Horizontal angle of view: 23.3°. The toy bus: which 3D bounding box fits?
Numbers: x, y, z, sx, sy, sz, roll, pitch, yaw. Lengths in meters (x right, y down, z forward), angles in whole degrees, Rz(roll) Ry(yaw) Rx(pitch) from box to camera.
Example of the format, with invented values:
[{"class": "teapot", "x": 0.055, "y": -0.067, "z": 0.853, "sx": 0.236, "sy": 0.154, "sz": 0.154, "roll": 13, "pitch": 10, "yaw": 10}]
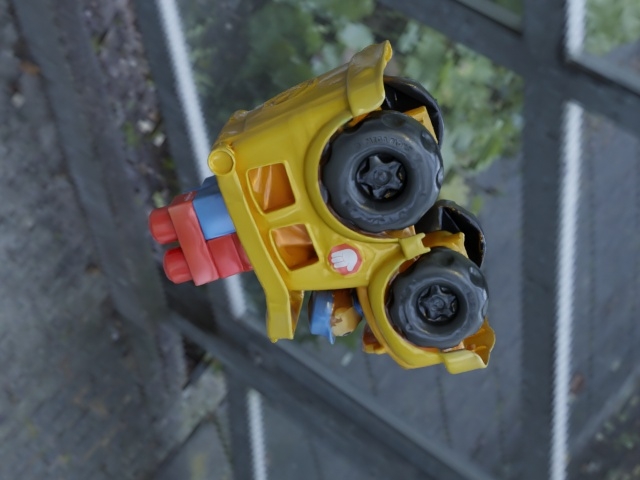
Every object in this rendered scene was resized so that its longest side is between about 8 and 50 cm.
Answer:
[{"class": "toy bus", "x": 0.000, "y": 0.000, "z": 1.071, "sx": 0.149, "sy": 0.211, "sz": 0.220, "roll": -80, "pitch": 149, "yaw": -72}]
